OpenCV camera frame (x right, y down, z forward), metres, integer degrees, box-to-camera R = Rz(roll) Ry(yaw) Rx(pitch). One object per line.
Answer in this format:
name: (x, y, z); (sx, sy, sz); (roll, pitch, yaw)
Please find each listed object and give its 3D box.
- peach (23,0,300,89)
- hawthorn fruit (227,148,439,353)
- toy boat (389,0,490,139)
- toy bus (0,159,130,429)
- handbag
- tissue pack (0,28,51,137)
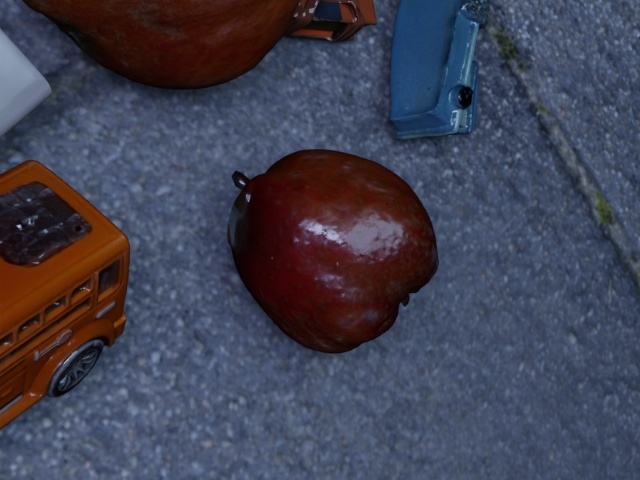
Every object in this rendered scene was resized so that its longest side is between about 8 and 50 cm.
peach: (-0.140, -0.243, 0.912); (0.256, 0.232, 0.232); (-27, 95, -41)
hawthorn fruit: (0.000, 0.000, 0.998); (0.202, 0.185, 0.185); (33, 61, -5)
toy boat: (0.138, -0.218, 1.180); (0.098, 0.109, 0.238); (25, 68, -50)
toy bus: (-0.287, 0.082, 0.738); (0.143, 0.153, 0.329); (39, 49, 15)
handbag: (-0.019, -0.302, 1.112); (0.127, 0.063, 0.190); (-4, 78, -36)
tissue pack: (-0.349, -0.143, 0.787); (0.246, 0.159, 0.136); (50, 58, -16)
